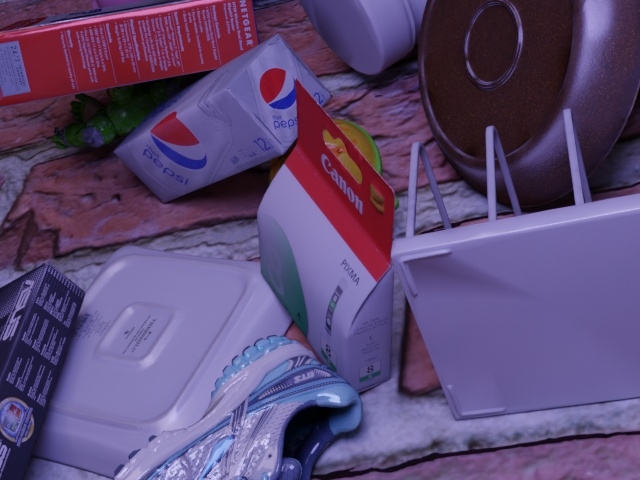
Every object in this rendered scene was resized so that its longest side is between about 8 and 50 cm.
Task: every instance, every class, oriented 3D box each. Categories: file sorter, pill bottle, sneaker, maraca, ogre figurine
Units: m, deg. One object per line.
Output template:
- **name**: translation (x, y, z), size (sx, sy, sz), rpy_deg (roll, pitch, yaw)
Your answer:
- **file sorter**: translation (0.221, 0.002, 0.815), size (0.277, 0.193, 0.173), rpy_deg (-10, 39, 18)
- **pill bottle**: translation (0.175, -0.382, 1.224), size (0.407, 0.229, 0.229), rpy_deg (-37, 41, -13)
- **sneaker**: translation (-0.075, 0.199, 0.821), size (0.122, 0.110, 0.283), rpy_deg (21, 59, 36)
- **maraca**: translation (0.011, -0.057, 1.062), size (0.127, 0.099, 0.186), rpy_deg (-34, 51, 9)
- **ogre figurine**: translation (-0.255, -0.175, 1.336), size (0.197, 0.097, 0.118), rpy_deg (-14, 19, -20)

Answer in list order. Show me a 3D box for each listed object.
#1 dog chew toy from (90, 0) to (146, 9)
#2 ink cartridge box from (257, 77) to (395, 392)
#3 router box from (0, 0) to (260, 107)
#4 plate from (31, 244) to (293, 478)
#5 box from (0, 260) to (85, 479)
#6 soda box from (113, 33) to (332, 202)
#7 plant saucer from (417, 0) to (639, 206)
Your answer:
- **dog chew toy**: translation (-0.191, -0.419, 1.490), size (0.331, 0.207, 0.207), rpy_deg (-29, 39, 8)
- **ink cartridge box**: translation (0.000, 0.000, 0.886), size (0.056, 0.225, 0.181), rpy_deg (-22, 47, -17)
- **router box**: translation (-0.242, -0.252, 1.268), size (0.301, 0.082, 0.335), rpy_deg (-11, 16, -7)
- **plate**: translation (-0.178, 0.106, 1.024), size (0.278, 0.045, 0.277), rpy_deg (5, 49, 33)
- **box**: translation (-0.355, 0.170, 0.989), size (0.216, 0.060, 0.270), rpy_deg (-26, 36, 29)
- **soda box**: translation (-0.118, -0.127, 1.124), size (0.286, 0.091, 0.098), rpy_deg (-14, 34, 55)
- **plant saucer**: translation (0.181, -0.188, 0.973), size (0.050, 0.311, 0.310), rpy_deg (0, 30, -29)
